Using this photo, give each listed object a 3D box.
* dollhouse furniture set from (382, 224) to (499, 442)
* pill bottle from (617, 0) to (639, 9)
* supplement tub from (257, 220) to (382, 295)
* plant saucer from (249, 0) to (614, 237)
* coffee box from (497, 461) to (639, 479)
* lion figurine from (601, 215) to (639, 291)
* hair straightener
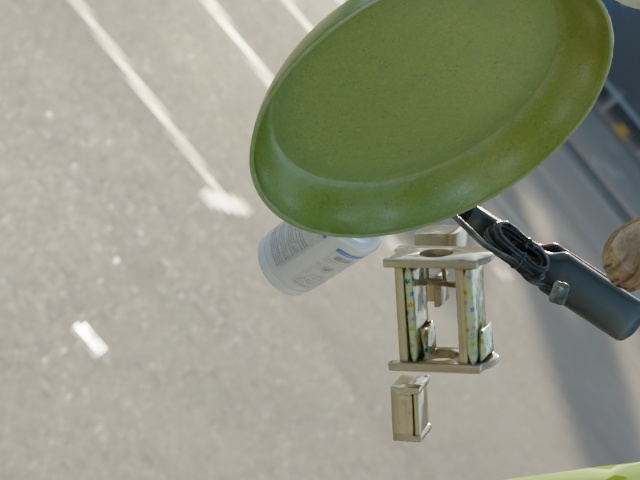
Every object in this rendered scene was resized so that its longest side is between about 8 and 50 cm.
[{"bbox_3d":[0.137,0.088,1.638,0.161,0.101,0.182,-36,125,-67],"label":"dollhouse furniture set"},{"bbox_3d":[0.228,-0.216,1.098,0.065,0.116,0.065,25,-20,9],"label":"pill bottle"},{"bbox_3d":[0.000,0.000,1.526,0.071,0.107,0.071,22,53,-33],"label":"supplement tub"},{"bbox_3d":[0.065,-0.092,1.030,0.241,0.241,0.037,35,26,-53],"label":"plant saucer"},{"bbox_3d":[0.151,0.417,1.301,0.338,0.337,0.334,-99,-179,-62],"label":"coffee box"},{"bbox_3d":[0.265,0.055,0.784,0.142,0.240,0.392,9,69,-42],"label":"lion figurine"},{"bbox_3d":[0.183,0.014,1.361,0.230,0.047,0.089,37,6,-24],"label":"hair straightener"}]
